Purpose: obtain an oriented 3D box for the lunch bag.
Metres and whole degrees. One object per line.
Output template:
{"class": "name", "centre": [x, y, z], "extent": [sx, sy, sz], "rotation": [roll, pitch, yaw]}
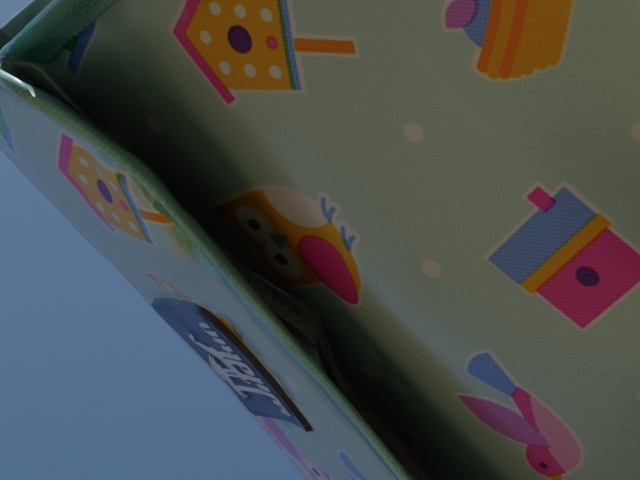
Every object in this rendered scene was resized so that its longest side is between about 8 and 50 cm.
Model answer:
{"class": "lunch bag", "centre": [0.040, -0.020, 0.487], "extent": [0.223, 0.160, 0.262], "rotation": [48, -48, -13]}
